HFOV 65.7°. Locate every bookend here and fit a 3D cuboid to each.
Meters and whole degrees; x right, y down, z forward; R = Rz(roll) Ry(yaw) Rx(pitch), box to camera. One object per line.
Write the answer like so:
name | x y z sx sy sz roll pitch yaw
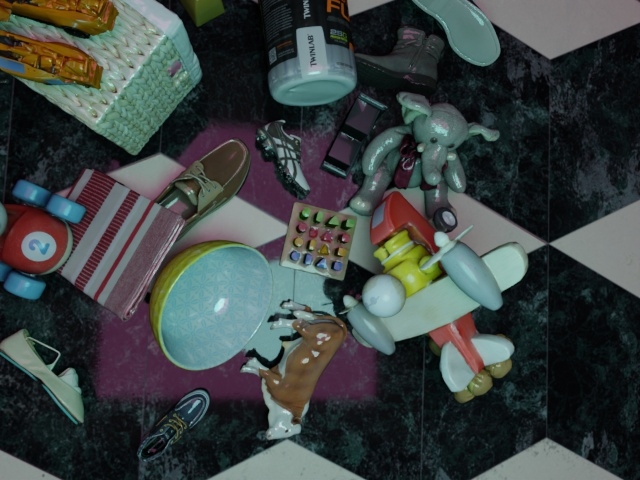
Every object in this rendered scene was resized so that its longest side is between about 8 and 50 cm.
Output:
bookend | 0.077 -0.242 1.166 0.072 0.157 0.156 26 82 -6

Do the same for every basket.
basket | -0.461 -0.382 1.016 0.331 0.328 0.266 33 86 -5

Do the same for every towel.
towel | -0.455 -0.005 1.057 0.329 0.037 0.237 26 83 27

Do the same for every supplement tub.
supplement tub | -0.035 -0.501 1.141 0.207 0.207 0.337 -7 88 -9

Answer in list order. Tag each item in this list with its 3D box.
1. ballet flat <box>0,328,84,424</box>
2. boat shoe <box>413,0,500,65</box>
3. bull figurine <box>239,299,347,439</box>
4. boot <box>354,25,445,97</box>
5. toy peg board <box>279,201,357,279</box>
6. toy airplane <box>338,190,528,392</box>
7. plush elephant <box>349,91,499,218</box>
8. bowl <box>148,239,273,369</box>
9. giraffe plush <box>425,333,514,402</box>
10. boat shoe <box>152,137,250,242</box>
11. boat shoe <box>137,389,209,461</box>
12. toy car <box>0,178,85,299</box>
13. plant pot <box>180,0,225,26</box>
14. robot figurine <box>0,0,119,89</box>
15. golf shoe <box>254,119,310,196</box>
ballet flat | -0.586 0.289 1.079 0.248 0.086 0.086 44 82 -3
boat shoe | 0.346 -0.576 1.255 0.302 0.114 0.091 44 42 -16
bull figurine | -0.068 0.294 1.139 0.188 0.101 0.310 33 83 -3
boot | 0.190 -0.466 1.246 0.247 0.083 0.161 11 78 -13
toy peg board | 0.000 0.000 1.179 0.161 0.079 0.160 14 84 -7
toy airplane | 0.205 0.125 1.016 0.273 0.384 0.386 -5 114 -36
plush elephant | 0.246 -0.204 1.138 0.272 0.255 0.329 13 84 -7
bowl | -0.260 0.115 1.078 0.156 0.289 0.289 26 81 37
giraffe plush | 0.329 0.245 1.165 0.170 0.210 0.181 43 106 1
boat shoe | -0.280 -0.109 1.125 0.123 0.116 0.324 41 82 -4
boat shoe | -0.323 0.415 1.102 0.183 0.083 0.065 -43 93 -9
toy car | -0.647 -0.027 0.983 0.210 0.238 0.219 21 82 21
plant pot | -0.283 -0.577 1.171 0.081 0.083 0.081 -34 92 -8
robot figurine | -0.497 -0.358 0.809 0.291 0.085 0.211 13 89 -5
golf shoe | -0.070 -0.201 1.183 0.094 0.077 0.198 -35 93 -9
